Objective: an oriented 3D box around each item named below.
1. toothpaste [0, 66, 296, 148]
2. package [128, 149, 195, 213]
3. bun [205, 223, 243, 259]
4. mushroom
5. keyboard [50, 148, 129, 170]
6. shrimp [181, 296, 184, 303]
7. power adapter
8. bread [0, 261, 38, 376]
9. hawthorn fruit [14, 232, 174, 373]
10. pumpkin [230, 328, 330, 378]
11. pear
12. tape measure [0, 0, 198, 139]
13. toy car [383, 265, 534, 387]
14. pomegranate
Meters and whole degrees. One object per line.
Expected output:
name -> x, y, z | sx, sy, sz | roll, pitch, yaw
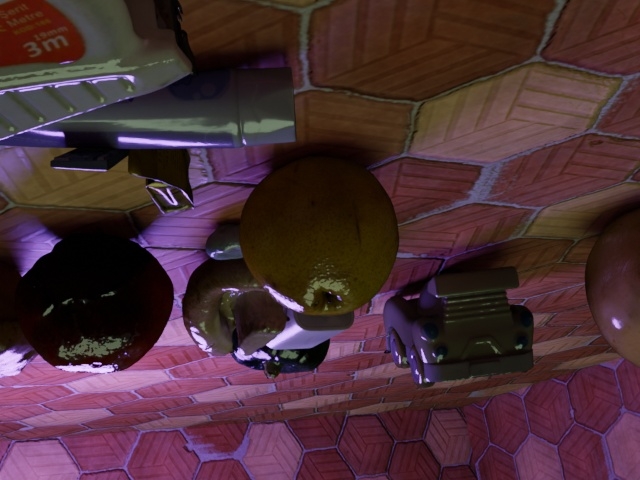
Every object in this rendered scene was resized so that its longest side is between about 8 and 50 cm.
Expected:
toothpaste -> -0.211, -0.121, 0.879 | 0.371, 0.079, 0.125 | -5, 172, 0
package -> -0.178, -0.084, 1.004 | 0.047, 0.071, 0.131 | -4, 160, 4
bun -> -0.134, 0.002, 1.319 | 0.083, 0.045, 0.083 | -6, 164, -2
mushroom -> -0.149, 0.094, 1.447 | 0.151, 0.156, 0.286 | 19, 137, -33
keyboard -> -0.235, -0.088, 0.918 | 0.055, 0.014, 0.176 | 0, -169, -4
shrimp -> -0.209, 0.119, 1.664 | 0.091, 0.025, 0.127 | -12, 159, 4
power adapter -> -0.012, 0.104, 1.550 | 0.125, 0.130, 0.205 | 2, 157, -30
bread -> -0.569, 0.132, 1.317 | 0.312, 0.172, 0.312 | -12, 165, -3
hawthorn fruit -> -0.320, 0.093, 1.279 | 0.215, 0.215, 0.249 | -10, 171, 3
pumpkin -> -0.085, 0.201, 1.763 | 0.212, 0.152, 0.211 | -5, 157, -2
pear -> 0.000, 0.000, 1.138 | 0.209, 0.208, 0.209 | -8, 162, -3
tape measure -> -0.255, -0.172, 0.630 | 0.258, 0.130, 0.265 | -16, 155, 11
toy car -> 0.263, 0.149, 1.747 | 0.242, 0.226, 0.336 | -7, -172, -8
pomegranate -> 0.622, 0.091, 1.534 | 0.333, 0.332, 0.332 | -8, 162, -3
